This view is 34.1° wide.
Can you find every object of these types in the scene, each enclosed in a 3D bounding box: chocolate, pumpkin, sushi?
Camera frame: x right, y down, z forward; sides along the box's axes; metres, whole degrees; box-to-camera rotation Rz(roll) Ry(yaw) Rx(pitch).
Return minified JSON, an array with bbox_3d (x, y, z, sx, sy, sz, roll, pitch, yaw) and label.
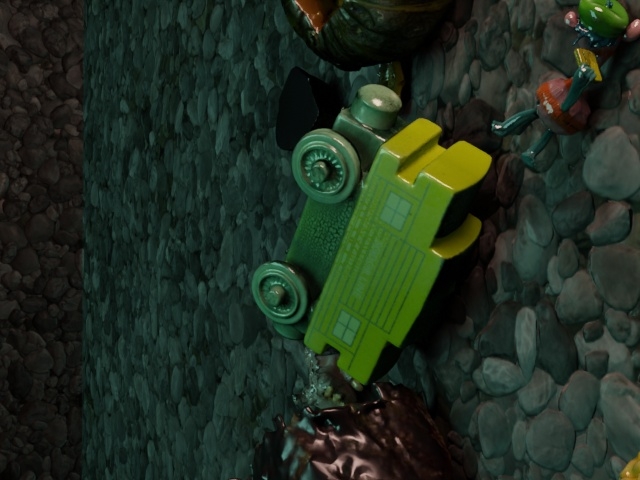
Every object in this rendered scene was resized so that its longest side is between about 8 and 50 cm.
[{"bbox_3d":[-0.009,-0.226,1.834,0.125,0.080,0.149,7,89,52],"label":"chocolate"},{"bbox_3d":[0.114,-0.242,1.636,0.073,0.035,0.101,-176,83,-75],"label":"pumpkin"},{"bbox_3d":[0.058,-0.406,1.519,0.320,0.192,0.321,30,130,43],"label":"pumpkin"},{"bbox_3d":[0.050,0.397,1.495,0.299,0.281,0.294,-50,47,36],"label":"sushi"}]

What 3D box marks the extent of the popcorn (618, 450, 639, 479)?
[{"bbox_3d":[0.349,0.280,1.025,0.180,0.180,0.170,-52,12,51],"label":"popcorn"}]

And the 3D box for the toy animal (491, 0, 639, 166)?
[{"bbox_3d":[0.286,-0.181,1.212,0.208,0.100,0.103,-54,4,33],"label":"toy animal"}]

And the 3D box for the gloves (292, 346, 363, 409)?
[{"bbox_3d":[0.017,0.234,1.762,0.144,0.110,0.094,-76,0,-48],"label":"gloves"}]

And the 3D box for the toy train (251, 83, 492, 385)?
[{"bbox_3d":[0.071,0.003,1.481,0.272,0.179,0.442,33,127,16],"label":"toy train"}]
